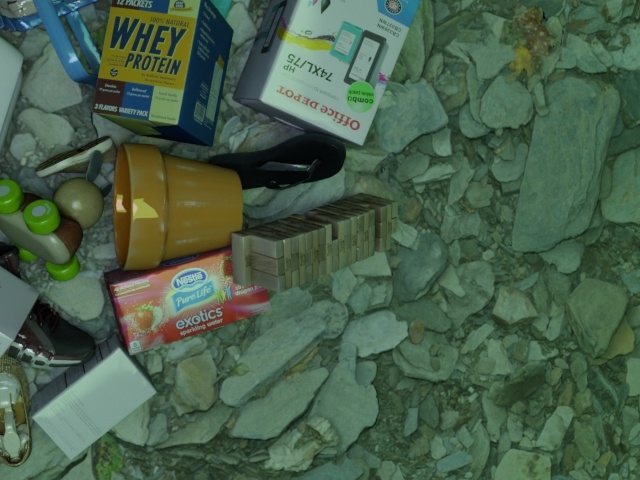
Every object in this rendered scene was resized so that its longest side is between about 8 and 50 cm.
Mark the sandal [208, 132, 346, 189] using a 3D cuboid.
[{"bbox_3d":[-0.074,-0.117,1.445,0.254,0.055,0.097,-11,138,20],"label":"sandal"}]

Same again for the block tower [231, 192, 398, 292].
[{"bbox_3d":[0.000,0.000,1.460,0.335,0.097,0.091,-19,116,-44],"label":"block tower"}]

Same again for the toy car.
[{"bbox_3d":[-0.411,-0.060,1.363,0.148,0.155,0.188,27,58,19],"label":"toy car"}]

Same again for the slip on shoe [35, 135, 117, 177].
[{"bbox_3d":[-0.403,-0.129,1.403,0.135,0.051,0.041,-29,118,-20],"label":"slip on shoe"}]

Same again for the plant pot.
[{"bbox_3d":[-0.233,-0.054,1.390,0.187,0.205,0.205,0,98,-21],"label":"plant pot"}]

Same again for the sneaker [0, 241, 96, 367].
[{"bbox_3d":[-0.480,0.095,1.361,0.281,0.106,0.163,20,105,-21],"label":"sneaker"}]

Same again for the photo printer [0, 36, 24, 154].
[{"bbox_3d":[-0.589,-0.202,1.245,0.255,0.107,0.308,19,67,-26],"label":"photo printer"}]

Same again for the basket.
[{"bbox_3d":[-0.399,-0.364,1.257,0.201,0.255,0.289,-22,98,-4],"label":"basket"}]

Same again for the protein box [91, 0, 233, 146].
[{"bbox_3d":[-0.238,-0.269,1.318,0.135,0.200,0.201,9,88,8],"label":"protein box"}]

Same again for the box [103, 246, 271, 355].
[{"bbox_3d":[-0.229,0.088,1.455,0.256,0.122,0.128,-16,103,-17],"label":"box"}]

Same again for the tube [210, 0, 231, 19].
[{"bbox_3d":[-0.203,-0.339,1.440,0.080,0.052,0.207,11,92,-17],"label":"tube"}]

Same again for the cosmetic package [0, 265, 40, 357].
[{"bbox_3d":[-0.611,0.183,1.250,0.197,0.155,0.365,38,108,-18],"label":"cosmetic package"}]

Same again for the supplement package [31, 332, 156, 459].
[{"bbox_3d":[-0.385,0.261,1.436,0.179,0.105,0.105,-38,108,-10],"label":"supplement package"}]

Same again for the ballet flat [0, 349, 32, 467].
[{"bbox_3d":[-0.518,0.283,1.412,0.073,0.067,0.206,-13,102,-17],"label":"ballet flat"}]

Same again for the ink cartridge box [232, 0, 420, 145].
[{"bbox_3d":[0.005,-0.323,1.435,0.198,0.197,0.270,21,92,-21],"label":"ink cartridge box"}]
